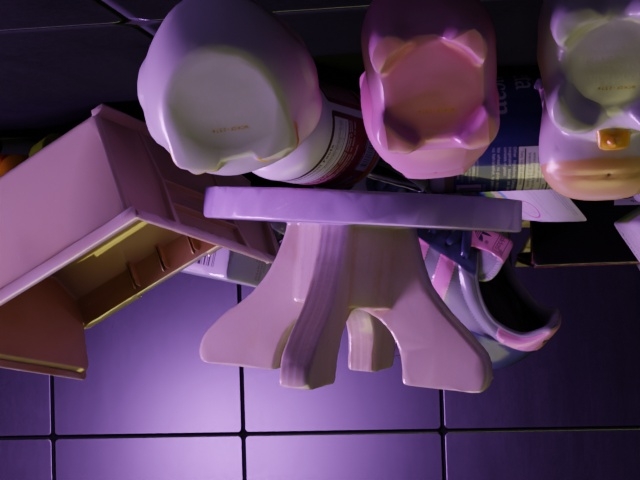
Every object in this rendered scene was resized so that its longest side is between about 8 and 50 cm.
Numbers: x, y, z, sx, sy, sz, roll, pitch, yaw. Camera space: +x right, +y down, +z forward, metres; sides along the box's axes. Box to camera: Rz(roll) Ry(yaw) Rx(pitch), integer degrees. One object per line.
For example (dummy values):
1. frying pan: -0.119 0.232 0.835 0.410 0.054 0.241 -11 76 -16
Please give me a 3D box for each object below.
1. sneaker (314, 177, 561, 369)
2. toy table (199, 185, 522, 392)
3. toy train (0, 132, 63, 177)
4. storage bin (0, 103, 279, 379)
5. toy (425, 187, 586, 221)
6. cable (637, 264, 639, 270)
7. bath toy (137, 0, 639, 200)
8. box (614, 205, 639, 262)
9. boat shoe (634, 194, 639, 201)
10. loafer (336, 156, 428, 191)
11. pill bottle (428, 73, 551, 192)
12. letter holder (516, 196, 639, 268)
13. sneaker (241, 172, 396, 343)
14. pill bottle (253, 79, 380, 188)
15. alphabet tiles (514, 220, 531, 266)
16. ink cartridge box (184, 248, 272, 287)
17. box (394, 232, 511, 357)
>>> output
1. sneaker: 0.121 -0.005 1.355 0.131 0.319 0.112 -26 -158 42
2. toy table: 0.027 0.038 1.141 0.274 0.160 0.252 4 -179 29
3. toy train: -0.297 -0.065 1.302 0.143 0.105 0.248 -17 168 37
4. storage bin: -0.215 0.015 1.289 0.262 0.123 0.260 -31 155 21
5. toy: 0.158 -0.082 1.320 0.137 0.056 0.237 45 159 -22
6. cable: 0.530 0.006 1.723 0.257 0.257 0.089 -31 153 -35
7. bath toy: 0.078 -0.092 0.736 0.348 0.151 0.129 -2 -148 2
8. box: 0.382 -0.053 1.103 0.232 0.058 0.322 -32 -179 2
9. boat shoe: 0.311 -0.097 1.088 0.114 0.091 0.302 -32 -179 -10
10. loafer: 0.015 -0.082 1.218 0.223 0.078 0.076 3 178 -34
11. pill bottle: 0.171 -0.088 1.084 0.169 0.094 0.094 -2 177 3
12. letter holder: 0.363 -0.052 1.423 0.302 0.152 0.214 -2 179 3
13. sneaker: -0.001 0.000 1.465 0.293 0.102 0.146 47 -164 31
14. pill bottle: -0.017 -0.087 1.057 0.086 0.086 0.152 -3 176 27
15. alphabet tiles: 0.325 -0.043 1.610 0.198 0.009 0.237 -1 142 -18
16. ink cartridge box: -0.150 0.016 1.880 0.308 0.091 0.385 11 174 29
17. box: 0.149 0.017 1.643 0.142 0.247 0.163 -2 178 26
